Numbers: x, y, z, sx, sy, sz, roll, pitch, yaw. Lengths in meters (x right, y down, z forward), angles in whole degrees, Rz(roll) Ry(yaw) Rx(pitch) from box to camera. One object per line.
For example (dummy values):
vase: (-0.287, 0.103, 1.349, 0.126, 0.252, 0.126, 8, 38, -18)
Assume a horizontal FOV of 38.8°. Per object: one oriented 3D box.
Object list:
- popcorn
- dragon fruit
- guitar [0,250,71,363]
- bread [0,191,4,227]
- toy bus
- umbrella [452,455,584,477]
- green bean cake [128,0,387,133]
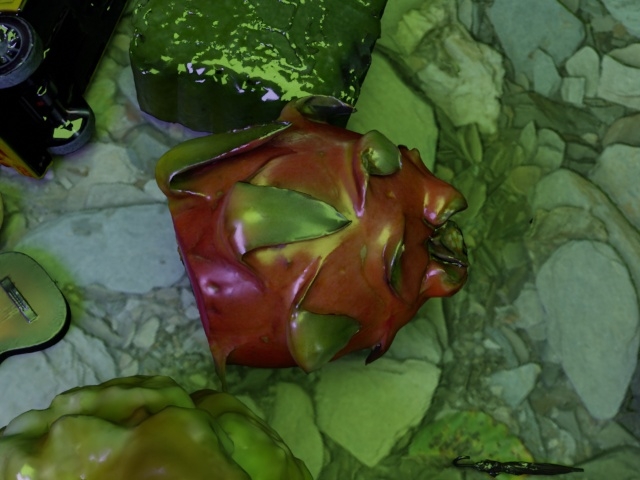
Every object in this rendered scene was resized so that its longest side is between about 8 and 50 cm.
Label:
popcorn: (-0.110, 0.257, 0.608, 0.279, 0.274, 0.335, -12, 82, -40)
dragon fruit: (-0.006, 0.000, 0.717, 0.227, 0.224, 0.224, -26, 77, -7)
guitar: (-0.315, 0.101, 0.745, 0.233, 0.025, 0.088, -38, 81, -15)
bread: (-0.411, 0.024, 0.732, 0.183, 0.224, 0.211, 40, 114, 0)
toy bus: (-0.245, -0.234, 0.793, 0.151, 0.145, 0.331, 14, 72, 15)
umbrella: (0.169, 0.195, 0.779, 0.122, 0.022, 0.013, 9, 46, -15)
green bean cake: (-0.055, -0.192, 0.822, 0.214, 0.113, 0.200, 16, 72, -1)
